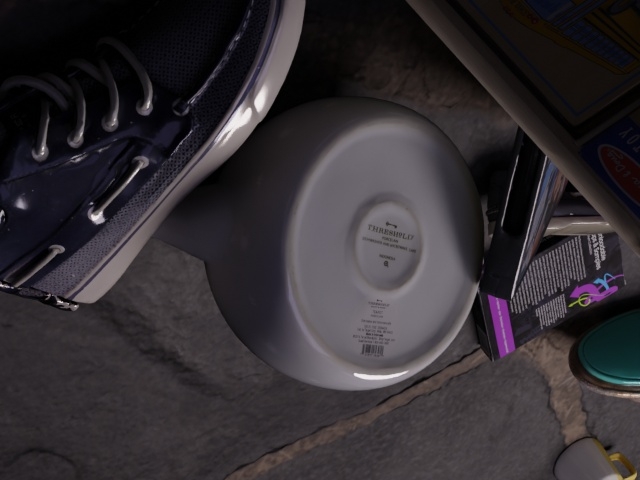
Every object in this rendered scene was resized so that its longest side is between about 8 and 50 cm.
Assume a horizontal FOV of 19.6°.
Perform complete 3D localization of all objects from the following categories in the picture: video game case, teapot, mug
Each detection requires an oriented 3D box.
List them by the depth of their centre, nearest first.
[{"bbox_3d":[0.000,0.000,1.509,0.252,0.187,0.256,-44,118,-28],"label":"teapot"},{"bbox_3d":[0.202,-0.124,1.522,0.275,0.035,0.248,-58,163,-51],"label":"video game case"},{"bbox_3d":[0.307,0.256,2.035,0.078,0.064,0.062,-35,138,-6],"label":"mug"}]

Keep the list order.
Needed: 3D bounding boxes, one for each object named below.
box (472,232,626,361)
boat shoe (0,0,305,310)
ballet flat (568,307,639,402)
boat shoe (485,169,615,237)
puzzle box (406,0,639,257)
[{"bbox_3d":[0.223,0.038,1.811,0.162,0.029,0.116,-28,137,-11],"label":"box"},{"bbox_3d":[-0.158,-0.092,1.345,0.158,0.127,0.340,14,117,-51],"label":"boat shoe"},{"bbox_3d":[0.388,0.118,1.950,0.316,0.107,0.106,-16,147,-24],"label":"ballet flat"},{"bbox_3d":[0.245,-0.039,1.722,0.206,0.065,0.075,-3,171,-28],"label":"boat shoe"},{"bbox_3d":[0.221,-0.195,1.323,0.272,0.409,0.052,-35,148,-6],"label":"puzzle box"}]
